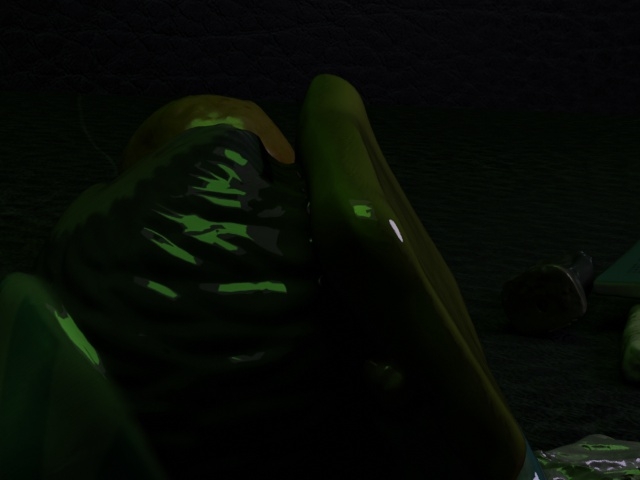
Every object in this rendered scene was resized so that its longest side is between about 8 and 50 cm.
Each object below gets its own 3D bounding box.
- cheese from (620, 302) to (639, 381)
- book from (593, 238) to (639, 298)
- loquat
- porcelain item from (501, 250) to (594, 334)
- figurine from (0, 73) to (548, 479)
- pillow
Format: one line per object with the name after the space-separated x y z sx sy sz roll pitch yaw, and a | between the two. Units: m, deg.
0.324 0.098 1.511 0.065 0.043 0.194 -1 12 13 | cheese
0.499 0.001 1.582 0.379 0.031 0.264 2 25 41 | book
-0.121 -0.061 1.729 0.208 0.208 0.208 4 13 -1 | loquat
0.250 0.045 1.654 0.081 0.069 0.216 -24 2 20 | porcelain item
-0.068 0.140 0.886 0.378 0.361 0.266 -28 6 8 | figurine
0.195 0.176 1.107 0.135 0.049 0.248 9 10 36 | pillow
